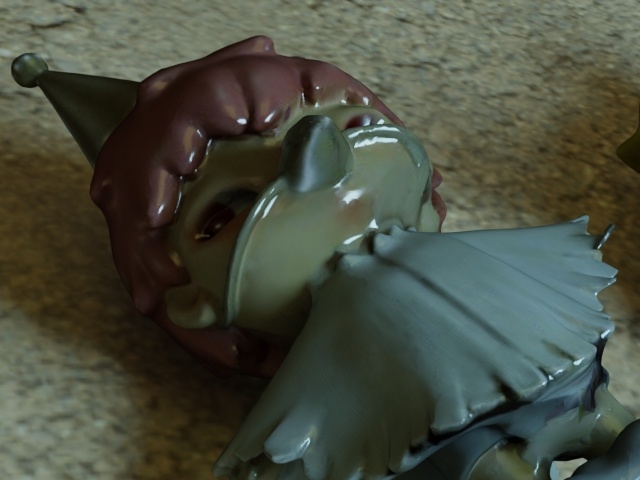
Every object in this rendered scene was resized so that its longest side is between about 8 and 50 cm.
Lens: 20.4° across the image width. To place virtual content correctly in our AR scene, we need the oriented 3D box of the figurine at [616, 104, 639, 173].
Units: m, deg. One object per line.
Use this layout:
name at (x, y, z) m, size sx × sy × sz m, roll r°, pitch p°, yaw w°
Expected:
figurine at (0.263, -0.029, 0.921) m, size 0.215 × 0.215 × 0.228 m, roll 23°, pitch 12°, yaw 10°

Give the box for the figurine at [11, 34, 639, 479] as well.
figurine at (0.000, 0.000, 0.778) m, size 0.207 × 0.166 × 0.387 m, roll -34°, pitch 57°, yaw -18°
